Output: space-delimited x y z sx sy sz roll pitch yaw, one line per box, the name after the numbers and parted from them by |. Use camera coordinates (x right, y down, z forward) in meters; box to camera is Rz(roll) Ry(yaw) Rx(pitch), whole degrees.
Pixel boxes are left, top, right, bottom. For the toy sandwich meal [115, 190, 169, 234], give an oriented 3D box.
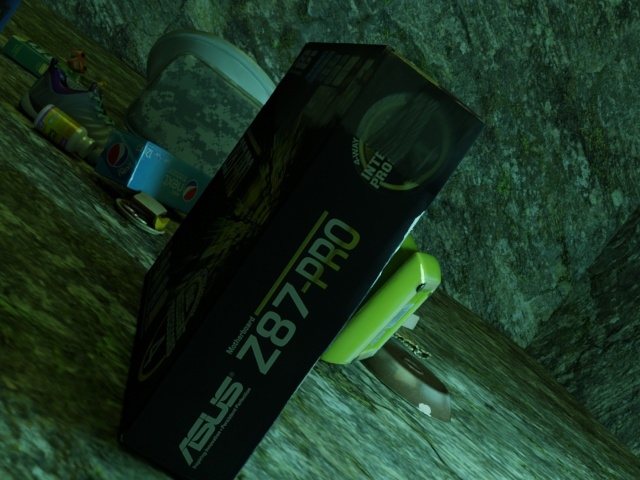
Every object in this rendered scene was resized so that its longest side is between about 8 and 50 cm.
-0.237 -0.039 1.091 0.085 0.029 0.085 36 6 -5 | toy sandwich meal

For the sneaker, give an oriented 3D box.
-0.337 -0.176 1.221 0.223 0.098 0.083 35 7 -11 | sneaker

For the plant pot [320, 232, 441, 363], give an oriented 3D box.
0.040 0.044 1.162 0.207 0.227 0.228 45 8 14 | plant pot

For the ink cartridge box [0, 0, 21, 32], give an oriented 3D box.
-0.400 -0.346 0.768 0.270 0.396 0.151 36 7 -4 | ink cartridge box

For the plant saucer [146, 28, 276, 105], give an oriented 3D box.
-0.248 -0.268 1.796 0.400 0.100 0.401 25 -37 20 | plant saucer

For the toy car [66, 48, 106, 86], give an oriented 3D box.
-0.554 -0.405 1.904 0.122 0.060 0.040 33 36 29 | toy car

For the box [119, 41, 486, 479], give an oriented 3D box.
-0.041 -0.017 0.709 0.097 0.318 0.395 35 7 -15 | box

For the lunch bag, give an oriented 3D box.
-0.211 -0.188 1.582 0.305 0.213 0.256 38 -10 5 | lunch bag

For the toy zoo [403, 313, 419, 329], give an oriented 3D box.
0.032 0.074 1.518 0.293 0.030 0.192 30 1 27 | toy zoo

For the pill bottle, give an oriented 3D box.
-0.366 -0.155 1.164 0.083 0.043 0.043 36 6 -3 | pill bottle

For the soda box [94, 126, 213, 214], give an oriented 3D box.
-0.238 -0.095 1.203 0.067 0.071 0.210 23 -3 24 | soda box

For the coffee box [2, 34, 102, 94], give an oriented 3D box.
-0.523 -0.331 1.587 0.184 0.040 0.113 36 7 -11 | coffee box

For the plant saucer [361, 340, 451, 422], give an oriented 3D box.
0.138 0.212 1.289 0.198 0.036 0.198 36 6 -4 | plant saucer

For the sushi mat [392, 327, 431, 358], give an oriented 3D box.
0.117 0.154 1.490 0.151 0.019 0.316 34 0 0 | sushi mat
